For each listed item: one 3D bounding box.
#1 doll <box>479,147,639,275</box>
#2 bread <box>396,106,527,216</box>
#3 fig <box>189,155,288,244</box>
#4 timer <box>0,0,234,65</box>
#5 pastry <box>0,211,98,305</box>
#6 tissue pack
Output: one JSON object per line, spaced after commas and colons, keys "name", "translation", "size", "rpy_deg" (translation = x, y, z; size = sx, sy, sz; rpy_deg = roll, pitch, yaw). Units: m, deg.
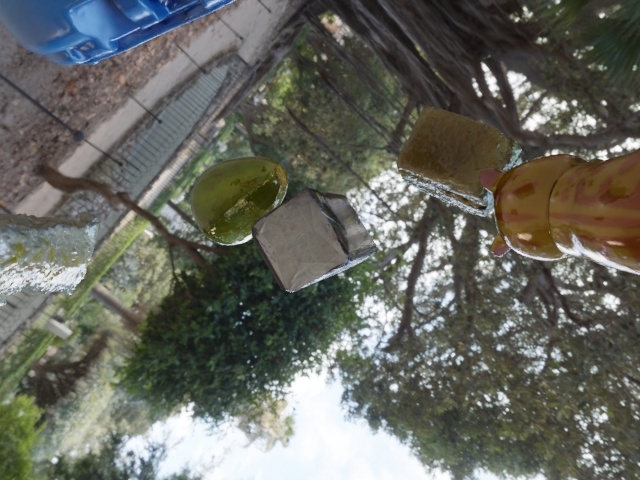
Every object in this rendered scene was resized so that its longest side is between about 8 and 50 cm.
{"name": "doll", "translation": [0.359, -0.038, 0.600], "size": [0.162, 0.166, 0.270], "rpy_deg": [-9, -171, -23]}
{"name": "bread", "translation": [0.246, -0.141, 0.814], "size": [0.138, 0.196, 0.102], "rpy_deg": [-59, 154, 3]}
{"name": "fig", "translation": [-0.245, -0.138, 1.414], "size": [0.326, 0.258, 0.258], "rpy_deg": [-30, -158, 20]}
{"name": "timer", "translation": [-0.151, -0.308, 0.476], "size": [0.340, 0.115, 0.309], "rpy_deg": [-14, -141, 19]}
{"name": "pastry", "translation": [-0.368, 0.023, 0.557], "size": [0.258, 0.089, 0.121], "rpy_deg": [-53, 147, -86]}
{"name": "tissue pack", "translation": [0.000, 0.000, 1.194], "size": [0.198, 0.210, 0.370], "rpy_deg": [-35, 173, 16]}
